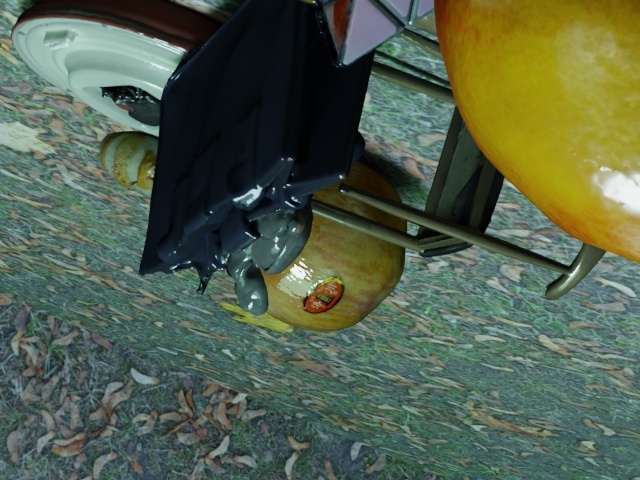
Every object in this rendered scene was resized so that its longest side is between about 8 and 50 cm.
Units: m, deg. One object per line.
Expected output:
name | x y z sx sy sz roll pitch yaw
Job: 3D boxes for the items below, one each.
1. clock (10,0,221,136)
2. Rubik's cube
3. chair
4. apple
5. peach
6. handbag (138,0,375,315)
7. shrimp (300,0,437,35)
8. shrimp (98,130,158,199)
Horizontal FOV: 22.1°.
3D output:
clock | -0.182 -0.169 1.768 0.318 0.080 0.318 17 163 5
Rubik's cube | 0.082 -0.214 1.250 0.178 0.190 0.211 6 174 -21
chair | 0.137 -0.069 1.548 0.272 0.188 0.166 20 172 -15
apple | 0.000 0.000 1.906 0.188 0.211 0.211 22 164 -24
peach | 0.222 -0.126 1.128 0.308 0.289 0.289 1 157 30
handbag | -0.055 -0.085 1.486 0.118 0.269 0.325 17 155 -20
shrimp | 0.098 -0.216 1.346 0.262 0.066 0.117 8 148 -14
shrimp | -0.173 -0.083 1.984 0.185 0.068 0.287 23 -175 25
